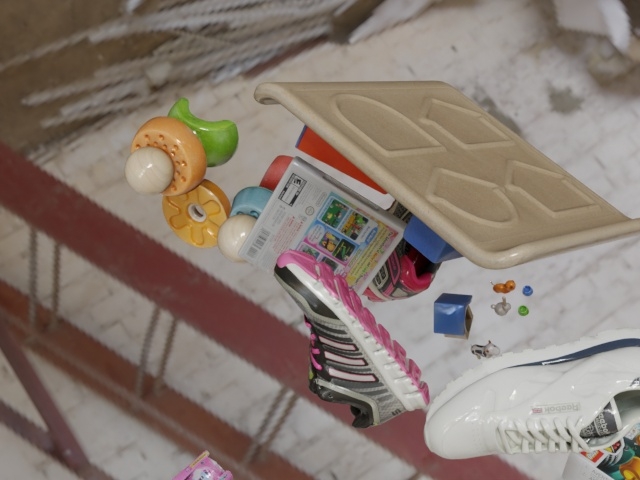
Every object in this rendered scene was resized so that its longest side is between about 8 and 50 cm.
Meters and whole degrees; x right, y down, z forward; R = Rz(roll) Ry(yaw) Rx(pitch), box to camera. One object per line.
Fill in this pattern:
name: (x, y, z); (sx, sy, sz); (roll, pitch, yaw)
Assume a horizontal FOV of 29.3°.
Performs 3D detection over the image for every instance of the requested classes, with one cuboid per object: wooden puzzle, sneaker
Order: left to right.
sneaker: (0.010, 0.083, 0.939); (0.075, 0.170, 0.063); (-36, -158, 10)
sneaker: (0.152, -0.050, 1.602); (0.112, 0.121, 0.299); (-8, -125, 58)
wooden puzzle: (0.138, -0.066, 1.286); (0.322, 0.348, 0.080); (-9, 129, -51)
sneaker: (0.210, 0.157, 1.128); (0.235, 0.095, 0.090); (-21, 131, 6)

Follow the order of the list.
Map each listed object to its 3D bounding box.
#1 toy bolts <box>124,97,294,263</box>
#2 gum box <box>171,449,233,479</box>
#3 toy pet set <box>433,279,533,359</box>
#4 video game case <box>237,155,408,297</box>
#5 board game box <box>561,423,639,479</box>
toy bolts: (-0.138, -0.035, 1.533); (0.158, 0.228, 0.218); (-47, 156, -49)
gum box: (-0.191, 0.400, 1.841); (0.107, 0.062, 0.188); (-41, 159, -26)
toy pet set: (0.215, 0.096, 1.643); (0.065, 0.114, 0.122); (61, 40, -54)
video game case: (0.000, 0.000, 1.343); (0.157, 0.143, 0.019); (-57, -178, 40)
board game box: (0.440, 0.230, 1.391); (0.305, 0.193, 0.053); (-33, 144, -38)
